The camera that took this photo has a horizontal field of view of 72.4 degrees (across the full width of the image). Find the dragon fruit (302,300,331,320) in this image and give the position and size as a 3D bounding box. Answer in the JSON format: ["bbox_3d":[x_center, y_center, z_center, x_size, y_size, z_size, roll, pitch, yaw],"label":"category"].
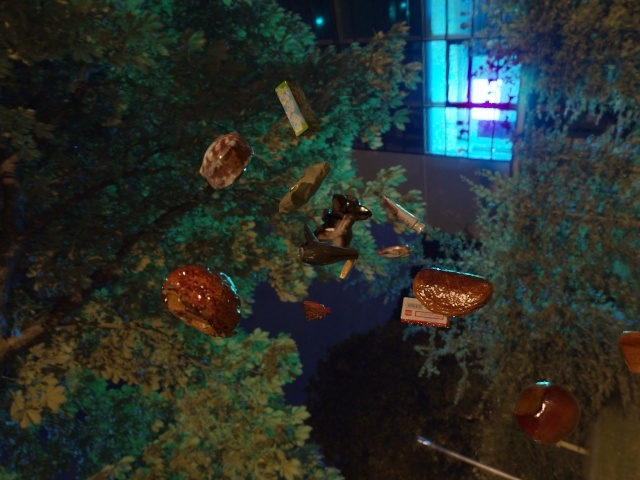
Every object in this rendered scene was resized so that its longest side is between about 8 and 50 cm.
[{"bbox_3d":[-0.017,0.333,2.104,0.063,0.131,0.097,78,-178,-74],"label":"dragon fruit"}]

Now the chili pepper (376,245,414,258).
[{"bbox_3d":[0.278,0.044,1.630,0.041,0.153,0.050,-17,-80,-63],"label":"chili pepper"}]

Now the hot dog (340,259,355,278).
[{"bbox_3d":[0.143,0.139,2.290,0.137,0.044,0.028,-63,-19,-12],"label":"hot dog"}]

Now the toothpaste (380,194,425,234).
[{"bbox_3d":[0.468,-0.151,2.531,0.073,0.299,0.114,-49,-11,-12],"label":"toothpaste"}]

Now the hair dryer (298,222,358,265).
[{"bbox_3d":[0.000,0.000,1.420,0.195,0.219,0.075,0,-55,-26],"label":"hair dryer"}]

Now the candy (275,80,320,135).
[{"bbox_3d":[-0.081,-0.479,1.595,0.097,0.062,0.194,-21,-95,-59],"label":"candy"}]

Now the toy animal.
[{"bbox_3d":[0.097,-0.090,1.940,0.302,0.194,0.344,-47,14,48],"label":"toy animal"}]

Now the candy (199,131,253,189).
[{"bbox_3d":[-0.365,-0.312,1.685,0.157,0.214,0.289,47,-168,-26],"label":"candy"}]

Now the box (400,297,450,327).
[{"bbox_3d":[0.509,0.347,2.112,0.050,0.229,0.123,72,-153,-50],"label":"box"}]

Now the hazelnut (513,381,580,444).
[{"bbox_3d":[0.865,0.652,1.661,0.229,0.229,0.229,-31,-54,-54],"label":"hazelnut"}]

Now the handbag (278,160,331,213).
[{"bbox_3d":[-0.080,-0.262,2.174,0.109,0.316,0.253,41,-115,-12],"label":"handbag"}]

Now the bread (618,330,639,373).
[{"bbox_3d":[0.897,0.318,1.208,0.044,0.129,0.126,-16,-88,-31],"label":"bread"}]

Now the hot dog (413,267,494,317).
[{"bbox_3d":[0.385,0.145,1.265,0.160,0.227,0.099,-36,-59,-39],"label":"hot dog"}]

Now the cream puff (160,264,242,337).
[{"bbox_3d":[-0.451,0.222,1.697,0.229,0.350,0.350,-64,-32,-26],"label":"cream puff"}]
